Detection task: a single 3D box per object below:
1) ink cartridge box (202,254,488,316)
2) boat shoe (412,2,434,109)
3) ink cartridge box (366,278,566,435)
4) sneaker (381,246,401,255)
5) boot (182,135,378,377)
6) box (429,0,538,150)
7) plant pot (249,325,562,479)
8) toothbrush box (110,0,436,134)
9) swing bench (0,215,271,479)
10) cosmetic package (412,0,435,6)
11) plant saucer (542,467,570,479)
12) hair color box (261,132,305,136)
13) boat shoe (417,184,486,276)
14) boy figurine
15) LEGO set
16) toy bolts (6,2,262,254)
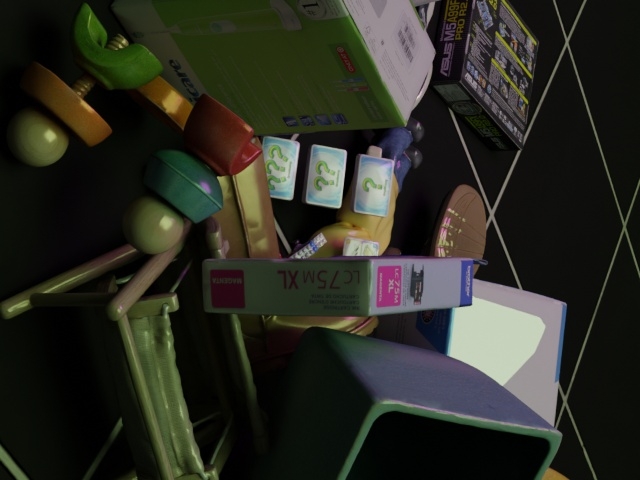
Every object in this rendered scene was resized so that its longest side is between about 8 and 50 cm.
[{"bbox_3d":[0.037,0.045,1.329,0.311,0.185,0.065,-4,93,-62],"label":"ink cartridge box"},{"bbox_3d":[0.115,-0.297,1.824,0.079,0.095,0.255,44,52,-50],"label":"boat shoe"},{"bbox_3d":[0.149,0.160,1.662,0.197,0.270,0.198,14,80,-34],"label":"ink cartridge box"},{"bbox_3d":[0.118,0.101,1.854,0.071,0.066,0.188,-37,121,-53],"label":"sneaker"},{"bbox_3d":[-0.057,0.011,1.476,0.236,0.089,0.270,-19,105,-28],"label":"boot"},{"bbox_3d":[0.276,-0.298,2.117,0.270,0.060,0.216,35,60,-53],"label":"box"},{"bbox_3d":[0.059,0.226,1.399,0.247,0.252,0.248,14,110,-31],"label":"plant pot"},{"bbox_3d":[-0.049,-0.227,1.383,0.206,0.283,0.122,57,44,-41],"label":"toothbrush box"},{"bbox_3d":[-0.163,0.128,1.311,0.254,0.165,0.253,-38,121,-52],"label":"swing bench"},{"bbox_3d":[0.095,-0.369,1.745,0.239,0.060,0.099,-24,78,-43],"label":"cosmetic package"},{"bbox_3d":[0.116,0.354,1.594,0.333,0.332,0.081,-44,129,-49],"label":"plant saucer"},{"bbox_3d":[-0.039,-0.320,1.568,0.185,0.110,0.339,-43,123,-49],"label":"hair color box"},{"bbox_3d":[0.177,0.053,1.928,0.102,0.092,0.285,21,73,-36],"label":"boat shoe"},{"bbox_3d":[0.059,-0.040,1.736,0.177,0.092,0.285,88,25,-53],"label":"boy figurine"},{"bbox_3d":[0.000,0.000,1.590,0.182,0.060,0.244,10,83,-19],"label":"LEGO set"},{"bbox_3d":[-0.185,-0.088,1.277,0.158,0.228,0.218,-52,165,-6],"label":"toy bolts"}]
